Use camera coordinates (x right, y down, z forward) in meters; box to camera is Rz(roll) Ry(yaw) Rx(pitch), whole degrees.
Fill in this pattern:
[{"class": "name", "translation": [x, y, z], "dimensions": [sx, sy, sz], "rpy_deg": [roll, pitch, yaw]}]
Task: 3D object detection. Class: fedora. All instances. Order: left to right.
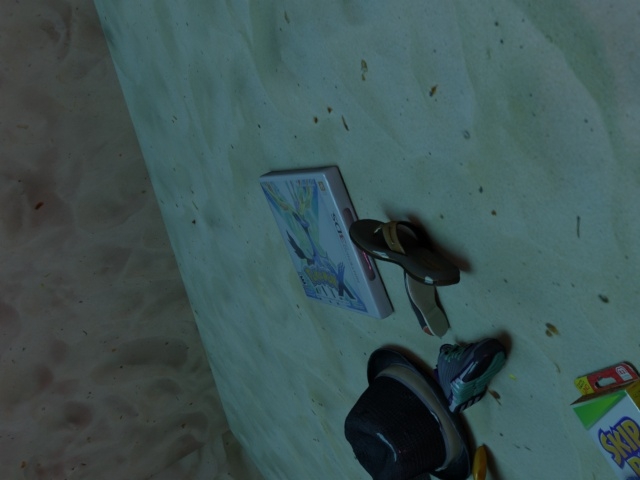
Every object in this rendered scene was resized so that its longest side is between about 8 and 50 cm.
[{"class": "fedora", "translation": [0.141, 0.372, 1.413], "dimensions": [0.334, 0.152, 0.334], "rpy_deg": [48, 154, 33]}]

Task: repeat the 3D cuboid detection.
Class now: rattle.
[{"class": "rattle", "translation": [0.340, 0.472, 1.251], "dimensions": [0.199, 0.143, 0.130], "rpy_deg": [25, 172, 35]}]

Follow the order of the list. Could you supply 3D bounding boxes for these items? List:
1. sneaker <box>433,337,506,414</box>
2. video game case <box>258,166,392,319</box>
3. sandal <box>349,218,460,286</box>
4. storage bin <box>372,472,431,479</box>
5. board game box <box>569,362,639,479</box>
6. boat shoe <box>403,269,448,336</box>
[{"class": "sneaker", "translation": [0.218, 0.192, 1.134], "dimensions": [0.098, 0.083, 0.224], "rpy_deg": [57, 159, 27]}, {"class": "video game case", "translation": [0.000, 0.000, 1.452], "dimensions": [0.329, 0.036, 0.300], "rpy_deg": [7, 122, 64]}, {"class": "sandal", "translation": [0.130, 0.004, 1.110], "dimensions": [0.219, 0.090, 0.060], "rpy_deg": [36, 130, 51]}, {"class": "storage bin", "translation": [0.184, 0.547, 1.612], "dimensions": [0.122, 0.084, 0.180], "rpy_deg": [22, 136, 59]}, {"class": "board game box", "translation": [0.406, 0.275, 0.875], "dimensions": [0.259, 0.039, 0.124], "rpy_deg": [60, 158, 13]}, {"class": "boat shoe", "translation": [0.166, 0.097, 1.184], "dimensions": [0.137, 0.049, 0.043], "rpy_deg": [64, 161, -16]}]
